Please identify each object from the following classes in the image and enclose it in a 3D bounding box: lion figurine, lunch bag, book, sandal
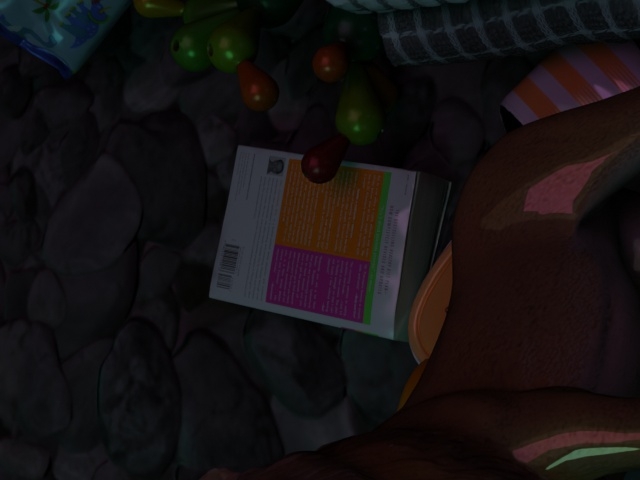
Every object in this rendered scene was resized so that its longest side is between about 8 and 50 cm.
[{"bbox_3d":[0.093,0.047,0.667,0.240,0.142,0.392,-6,33,32],"label":"lion figurine"},{"bbox_3d":[-0.158,-0.199,1.052,0.129,0.096,0.151,-48,27,20],"label":"lunch bag"},{"bbox_3d":[0.000,0.000,0.925,0.144,0.035,0.096,12,89,40],"label":"book"},{"bbox_3d":[0.123,-0.031,0.806,0.265,0.076,0.102,-54,54,15],"label":"sandal"}]

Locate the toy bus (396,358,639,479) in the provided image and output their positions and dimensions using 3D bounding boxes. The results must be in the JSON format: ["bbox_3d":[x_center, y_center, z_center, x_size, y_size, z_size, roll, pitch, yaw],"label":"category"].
[{"bbox_3d":[0.185,0.150,0.701,0.332,0.108,0.130,11,85,39],"label":"toy bus"}]

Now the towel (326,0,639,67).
[{"bbox_3d":[0.144,-0.228,0.782,0.235,0.121,0.284,-2,63,45],"label":"towel"}]

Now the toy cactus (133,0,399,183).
[{"bbox_3d":[-0.006,-0.150,0.930,0.180,0.112,0.219,-38,58,0],"label":"toy cactus"}]
